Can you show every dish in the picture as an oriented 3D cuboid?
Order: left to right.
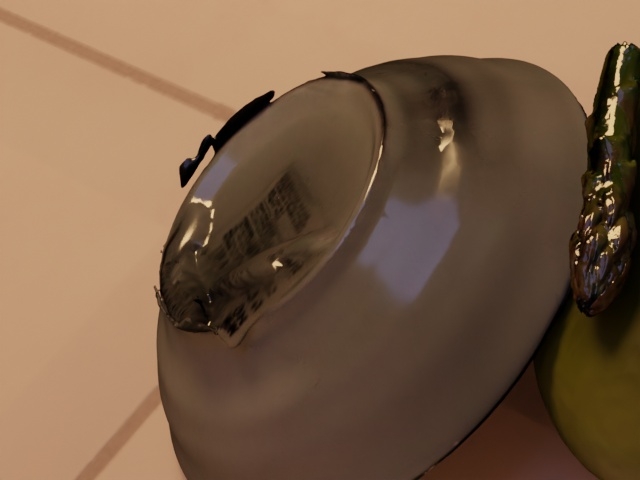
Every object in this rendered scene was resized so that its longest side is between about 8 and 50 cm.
[{"bbox_3d":[0.000,0.000,1.019,0.316,0.106,0.316,-31,37,27],"label":"dish"}]

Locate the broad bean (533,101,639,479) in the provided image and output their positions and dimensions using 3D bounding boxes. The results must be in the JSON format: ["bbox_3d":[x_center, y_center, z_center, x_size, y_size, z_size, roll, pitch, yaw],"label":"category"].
[{"bbox_3d":[0.221,0.012,0.934,0.238,0.119,0.291,-9,49,29],"label":"broad bean"}]

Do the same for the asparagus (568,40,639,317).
[{"bbox_3d":[0.148,-0.030,0.925,0.036,0.030,0.165,-20,45,39],"label":"asparagus"}]
